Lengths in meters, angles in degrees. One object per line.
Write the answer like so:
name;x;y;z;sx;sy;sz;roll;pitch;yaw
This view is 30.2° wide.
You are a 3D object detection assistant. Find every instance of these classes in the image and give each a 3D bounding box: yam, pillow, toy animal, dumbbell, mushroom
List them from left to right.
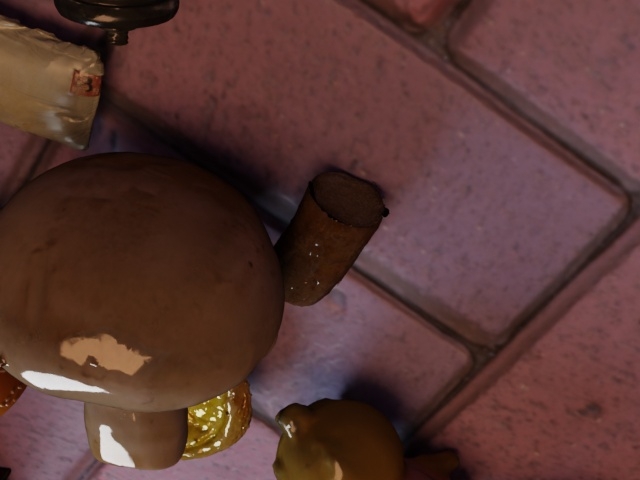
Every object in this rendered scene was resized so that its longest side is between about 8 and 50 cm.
pillow;-0.319;-0.173;1.161;0.229;0.051;0.128;22;134;4
dumbbell;-0.173;-0.288;1.010;0.110;0.110;0.255;11;119;10
mushroom;-0.178;0.072;1.141;0.292;0.293;0.290;14;133;8
yam;0.001;-0.002;1.159;0.084;0.084;0.127;31;130;-4
toy animal;0.054;0.275;1.275;0.281;0.169;0.195;44;82;-8

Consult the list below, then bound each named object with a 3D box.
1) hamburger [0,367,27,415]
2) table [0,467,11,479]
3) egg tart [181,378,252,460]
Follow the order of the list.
hamburger;-0.386;0.095;1.254;0.169;0.246;0.246;-6;121;19
table;-0.511;0.468;1.528;0.196;0.251;0.282;4;123;15
egg tart;-0.157;0.152;1.312;0.191;0.074;0.191;8;124;13
